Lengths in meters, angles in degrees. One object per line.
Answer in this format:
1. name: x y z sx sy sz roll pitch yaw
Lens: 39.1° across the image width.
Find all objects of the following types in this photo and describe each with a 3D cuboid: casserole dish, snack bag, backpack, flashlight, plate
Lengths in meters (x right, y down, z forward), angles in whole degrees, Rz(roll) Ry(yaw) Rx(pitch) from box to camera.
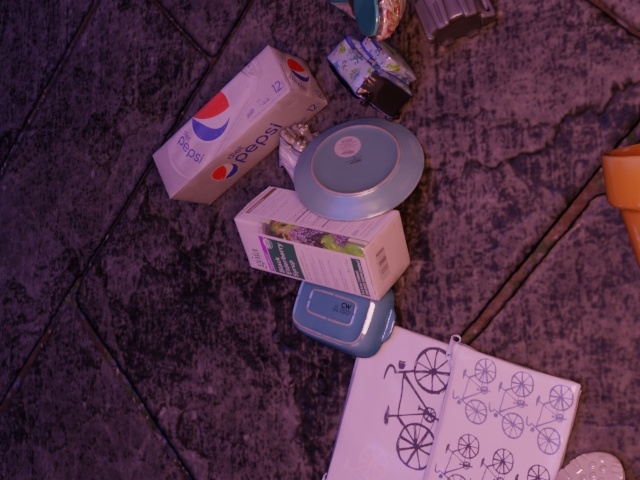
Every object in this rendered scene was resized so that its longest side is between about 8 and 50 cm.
1. casserole dish: 0.025 0.098 1.293 0.188 0.037 0.114 16 88 43
2. snack bag: 0.150 0.286 1.199 0.342 0.037 0.323 18 97 36
3. backpack: 0.074 -0.241 1.267 0.084 0.105 0.114 -49 57 16
4. flashlight: 0.132 -0.414 1.244 0.103 0.103 0.304 -39 62 53
5. plate: 0.050 -0.107 1.256 0.188 0.024 0.188 -9 53 12

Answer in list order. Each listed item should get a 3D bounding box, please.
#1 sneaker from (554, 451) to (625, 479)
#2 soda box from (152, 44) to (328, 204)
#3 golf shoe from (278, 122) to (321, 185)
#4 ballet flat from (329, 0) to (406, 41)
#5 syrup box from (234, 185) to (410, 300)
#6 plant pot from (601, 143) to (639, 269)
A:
1. sneaker: 0.304 0.364 1.053 0.090 0.095 0.235 10 72 41
2. soda box: -0.131 -0.174 1.415 0.286 0.098 0.091 -38 65 28
3. golf shoe: 0.000 -0.094 1.345 0.176 0.069 0.086 50 140 27
4. ballet flat: 0.074 -0.335 1.239 0.241 0.077 0.091 -119 30 -56
5. syrup box: 0.000 0.000 1.280 0.236 0.096 0.093 12 133 36
6. plant pot: 0.412 -0.012 0.951 0.205 0.205 0.188 -3 99 36
